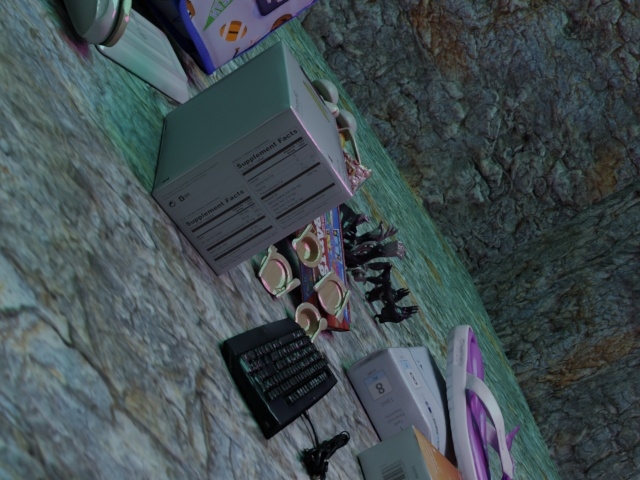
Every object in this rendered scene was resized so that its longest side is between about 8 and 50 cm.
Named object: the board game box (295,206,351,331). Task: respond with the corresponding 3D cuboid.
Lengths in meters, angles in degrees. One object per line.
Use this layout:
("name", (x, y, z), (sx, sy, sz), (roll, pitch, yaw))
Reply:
("board game box", (0.000, 0.000, 1.563), (0.145, 0.027, 0.281), (19, 63, -65))

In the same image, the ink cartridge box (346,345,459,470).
("ink cartridge box", (0.202, 0.358, 1.633), (0.385, 0.091, 0.308), (61, 11, 13))

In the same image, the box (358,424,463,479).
("box", (0.143, 0.359, 1.368), (0.170, 0.091, 0.130), (48, 16, -44))

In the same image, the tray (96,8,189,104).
("tray", (-0.267, -0.293, 1.434), (0.145, 0.030, 0.270), (62, 11, 17))

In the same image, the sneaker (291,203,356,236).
("sneaker", (-0.023, -0.088, 1.749), (0.153, 0.101, 0.268), (38, 29, -41))

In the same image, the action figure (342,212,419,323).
("action figure", (0.098, 0.022, 1.925), (0.275, 0.141, 0.164), (57, 12, -26))

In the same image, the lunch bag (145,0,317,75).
("lunch bag", (-0.162, -0.509, 1.600), (0.385, 0.328, 0.239), (57, -11, -24))

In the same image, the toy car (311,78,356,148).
("toy car", (-0.025, -0.251, 2.145), (0.182, 0.159, 0.136), (58, -23, -3))

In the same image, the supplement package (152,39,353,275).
("supplement package", (-0.089, -0.116, 1.299), (0.145, 0.204, 0.262), (53, 13, -26))

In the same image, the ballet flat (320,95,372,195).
("ballet flat", (0.012, -0.186, 1.708), (0.241, 0.077, 0.091), (61, 2, 8))

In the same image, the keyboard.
("keyboard", (-0.023, 0.192, 1.239), (0.201, 0.033, 0.317), (60, 12, 5))

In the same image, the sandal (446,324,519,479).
("sandal", (0.281, 0.307, 1.679), (0.169, 0.102, 0.416), (59, 22, -46))

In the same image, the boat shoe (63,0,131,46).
("boat shoe", (-0.321, -0.376, 1.261), (0.103, 0.113, 0.302), (7, 54, -43))

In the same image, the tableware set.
("tableware set", (-0.019, 0.064, 1.450), (0.168, 0.020, 0.141), (59, 44, -17))
